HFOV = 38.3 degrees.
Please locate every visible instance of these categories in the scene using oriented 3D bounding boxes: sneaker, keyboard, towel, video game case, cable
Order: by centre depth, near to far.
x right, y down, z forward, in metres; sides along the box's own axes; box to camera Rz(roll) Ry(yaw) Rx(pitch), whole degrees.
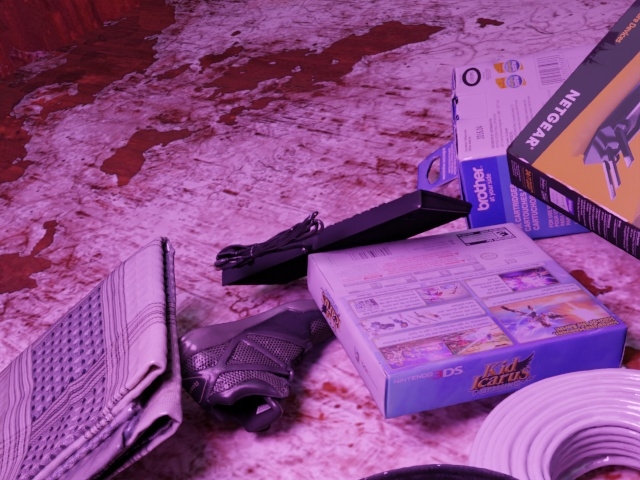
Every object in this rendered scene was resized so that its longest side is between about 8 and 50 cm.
[{"bbox_3d":[0.246,0.217,0.785,0.257,0.089,0.257,0,36,23],"label":"cable"},{"bbox_3d":[-0.276,0.167,1.009,0.312,0.056,0.324,-38,31,12],"label":"towel"},{"bbox_3d":[0.150,0.076,1.013,0.270,0.061,0.244,-9,29,-16],"label":"video game case"},{"bbox_3d":[-0.049,0.144,1.040,0.228,0.087,0.130,-14,58,-41],"label":"sneaker"},{"bbox_3d":[0.000,0.000,1.080,0.317,0.033,0.202,-23,-16,37],"label":"keyboard"}]

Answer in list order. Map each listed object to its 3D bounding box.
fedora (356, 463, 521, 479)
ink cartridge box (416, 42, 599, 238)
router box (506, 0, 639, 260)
[{"bbox_3d":[0.029,0.272,0.664,0.334,0.152,0.334,-21,41,19],"label":"fedora"},{"bbox_3d":[0.319,-0.138,1.234,0.396,0.151,0.270,-6,34,12],"label":"ink cartridge box"},{"bbox_3d":[0.397,-0.132,1.019,0.243,0.081,0.309,35,78,28],"label":"router box"}]
